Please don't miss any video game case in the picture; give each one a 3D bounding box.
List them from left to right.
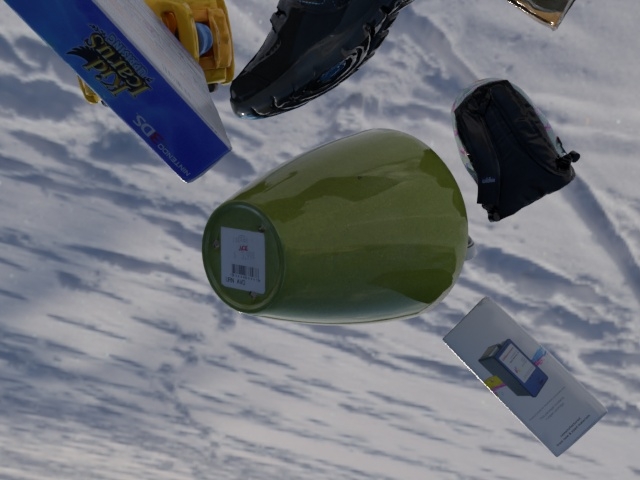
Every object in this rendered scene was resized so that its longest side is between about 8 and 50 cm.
[{"bbox_3d":[-0.205,-0.206,0.808,0.061,0.244,0.269,-37,120,8],"label":"video game case"}]

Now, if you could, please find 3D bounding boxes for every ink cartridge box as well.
[{"bbox_3d":[0.279,0.185,1.166,0.212,0.093,0.154,48,-175,20],"label":"ink cartridge box"}]

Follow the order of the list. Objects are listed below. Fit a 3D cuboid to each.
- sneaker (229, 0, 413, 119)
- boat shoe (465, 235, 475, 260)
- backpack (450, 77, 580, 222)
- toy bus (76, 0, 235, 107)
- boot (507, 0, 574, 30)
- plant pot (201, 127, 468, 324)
[{"bbox_3d":[0.018,-0.263,0.907,0.340,0.140,0.125,-40,176,20],"label":"sneaker"},{"bbox_3d":[0.161,-0.038,1.311,0.077,0.070,0.219,-15,-148,-24],"label":"boat shoe"},{"bbox_3d":[0.252,-0.136,1.192,0.151,0.182,0.115,-31,-171,4],"label":"backpack"},{"bbox_3d":[-0.216,-0.258,1.113,0.220,0.150,0.211,-9,-171,-11],"label":"toy bus"},{"bbox_3d":[0.177,-0.349,0.982,0.269,0.089,0.236,36,-161,7],"label":"boot"},{"bbox_3d":[0.000,0.000,1.102,0.274,0.275,0.293,-9,-177,39],"label":"plant pot"}]
